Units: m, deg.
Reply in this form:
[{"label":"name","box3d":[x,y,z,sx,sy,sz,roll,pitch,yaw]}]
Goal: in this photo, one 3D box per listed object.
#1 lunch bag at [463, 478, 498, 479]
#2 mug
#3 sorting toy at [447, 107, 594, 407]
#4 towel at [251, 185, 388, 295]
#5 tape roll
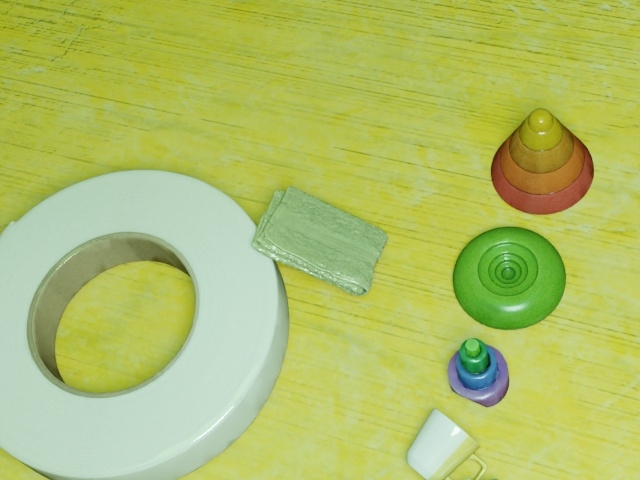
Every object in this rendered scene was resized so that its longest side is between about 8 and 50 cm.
[{"label":"lunch bag","box3d":[0.088,0.338,1.075,0.223,0.160,0.262,-14,25,7]},{"label":"mug","box3d":[0.129,0.223,1.188,0.078,0.062,0.064,37,83,33]},{"label":"sorting toy","box3d":[0.212,-0.004,1.250,0.127,0.126,0.365,13,66,18]},{"label":"towel","box3d":[0.000,0.000,1.313,0.148,0.027,0.110,23,47,0]},{"label":"tape roll","box3d":[-0.231,0.096,1.326,0.392,0.072,0.392,-5,63,9]}]
